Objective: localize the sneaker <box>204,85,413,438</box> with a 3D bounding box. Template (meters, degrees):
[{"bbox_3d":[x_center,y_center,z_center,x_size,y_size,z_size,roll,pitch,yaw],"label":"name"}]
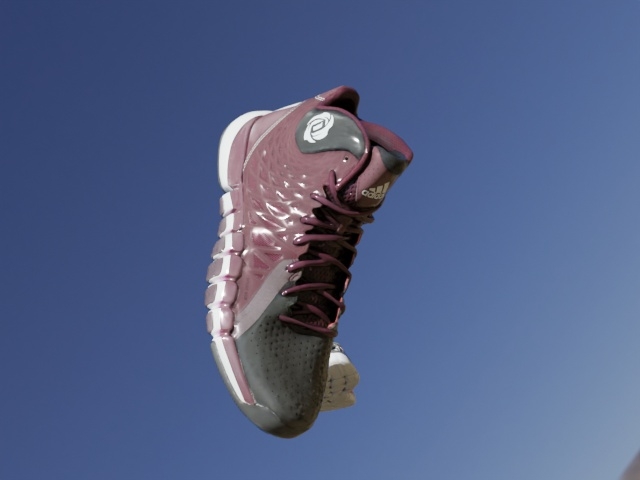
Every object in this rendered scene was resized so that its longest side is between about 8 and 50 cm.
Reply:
[{"bbox_3d":[0.000,0.000,1.051,0.162,0.281,0.106,-24,-31,35],"label":"sneaker"}]

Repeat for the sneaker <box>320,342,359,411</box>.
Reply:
[{"bbox_3d":[0.006,0.139,1.497,0.061,0.065,0.158,-9,-22,-5],"label":"sneaker"}]
